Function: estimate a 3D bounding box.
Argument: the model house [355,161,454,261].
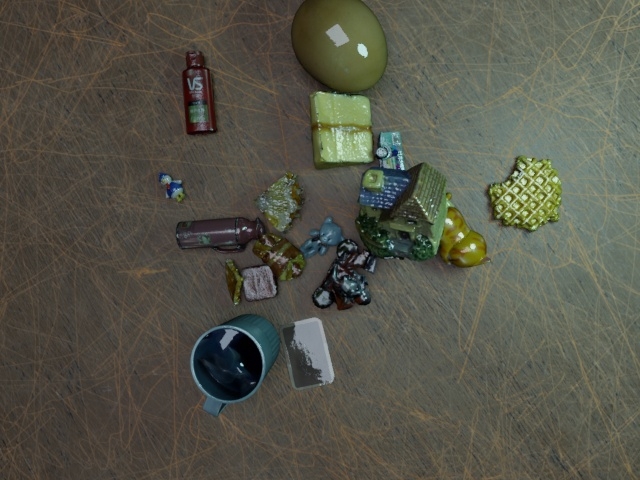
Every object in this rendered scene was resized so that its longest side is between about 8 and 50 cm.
[{"bbox_3d":[0.253,-0.105,1.627,0.320,0.266,0.262,11,65,20],"label":"model house"}]

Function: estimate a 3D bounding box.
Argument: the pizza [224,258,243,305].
[{"bbox_3d":[-0.327,0.152,1.907,0.041,0.131,0.178,-9,74,-29],"label":"pizza"}]

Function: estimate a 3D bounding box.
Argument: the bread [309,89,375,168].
[{"bbox_3d":[0.083,-0.407,1.817,0.235,0.198,0.264,-5,92,-1],"label":"bread"}]

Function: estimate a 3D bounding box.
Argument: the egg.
[{"bbox_3d":[0.070,-0.693,1.749,0.373,0.301,0.301,38,95,2],"label":"egg"}]

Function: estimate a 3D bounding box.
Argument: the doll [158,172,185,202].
[{"bbox_3d":[-0.588,-0.214,1.957,0.099,0.057,0.143,-44,81,20],"label":"doll"}]

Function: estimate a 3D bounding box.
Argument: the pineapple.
[{"bbox_3d":[-0.156,-0.146,1.882,0.185,0.114,0.237,12,95,6],"label":"pineapple"}]

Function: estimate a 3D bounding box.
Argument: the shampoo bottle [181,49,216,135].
[{"bbox_3d":[-0.472,-0.567,1.925,0.117,0.076,0.315,-4,91,9],"label":"shampoo bottle"}]

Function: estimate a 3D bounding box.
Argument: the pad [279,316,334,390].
[{"bbox_3d":[-0.053,0.441,1.934,0.175,0.002,0.267,-14,89,7],"label":"pad"}]

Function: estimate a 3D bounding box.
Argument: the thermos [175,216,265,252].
[{"bbox_3d":[-0.374,-0.017,1.908,0.329,0.109,0.137,-4,90,6],"label":"thermos"}]

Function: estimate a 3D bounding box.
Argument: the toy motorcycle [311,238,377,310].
[{"bbox_3d":[0.135,0.100,1.843,0.207,0.134,0.401,27,95,5],"label":"toy motorcycle"}]

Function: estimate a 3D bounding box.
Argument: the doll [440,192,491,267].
[{"bbox_3d":[0.476,-0.014,1.789,0.162,0.167,0.270,-38,94,28],"label":"doll"}]

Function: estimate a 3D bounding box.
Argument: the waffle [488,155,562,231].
[{"bbox_3d":[0.744,-0.170,1.810,0.290,0.051,0.292,0,91,4],"label":"waffle"}]

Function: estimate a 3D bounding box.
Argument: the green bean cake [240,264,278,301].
[{"bbox_3d":[-0.234,0.162,1.922,0.135,0.056,0.135,-10,91,7],"label":"green bean cake"}]

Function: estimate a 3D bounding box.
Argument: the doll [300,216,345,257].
[{"bbox_3d":[0.000,0.000,1.883,0.179,0.075,0.120,-34,91,7],"label":"doll"}]

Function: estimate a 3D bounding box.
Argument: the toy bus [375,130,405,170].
[{"bbox_3d":[0.262,-0.270,1.846,0.108,0.091,0.262,-8,92,0],"label":"toy bus"}]

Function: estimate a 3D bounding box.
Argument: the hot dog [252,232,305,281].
[{"bbox_3d":[-0.150,0.056,1.866,0.213,0.103,0.146,43,63,-8],"label":"hot dog"}]

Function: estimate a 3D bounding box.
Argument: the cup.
[{"bbox_3d":[-0.288,0.443,1.806,0.256,0.311,0.332,-5,91,7],"label":"cup"}]
